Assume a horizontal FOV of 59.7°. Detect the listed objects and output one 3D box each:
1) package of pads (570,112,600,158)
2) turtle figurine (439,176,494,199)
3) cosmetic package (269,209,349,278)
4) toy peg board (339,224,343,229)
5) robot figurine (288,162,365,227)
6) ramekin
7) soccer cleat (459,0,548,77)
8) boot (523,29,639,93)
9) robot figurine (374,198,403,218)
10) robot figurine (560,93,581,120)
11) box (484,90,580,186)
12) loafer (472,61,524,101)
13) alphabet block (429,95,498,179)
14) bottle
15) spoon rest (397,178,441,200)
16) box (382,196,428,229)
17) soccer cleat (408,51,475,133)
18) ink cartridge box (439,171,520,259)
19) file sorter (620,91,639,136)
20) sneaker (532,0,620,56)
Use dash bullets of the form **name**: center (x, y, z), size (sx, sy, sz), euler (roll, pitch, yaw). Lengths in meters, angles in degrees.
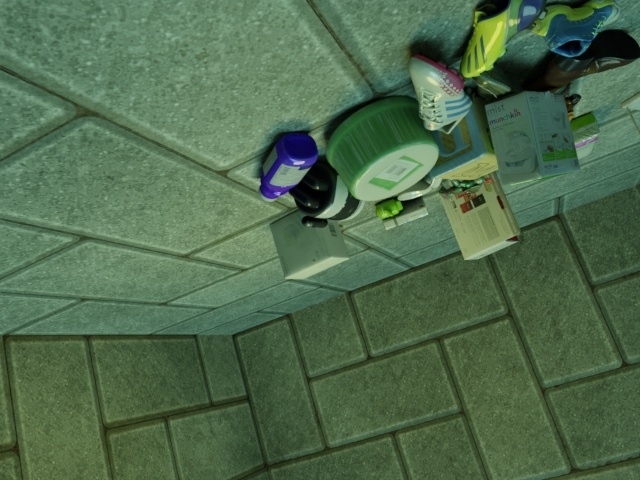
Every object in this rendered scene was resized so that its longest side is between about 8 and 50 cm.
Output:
- **package of pads**: center (0.888, -0.347, 2.119), size (0.297, 0.101, 0.229), euler (-20, 164, 13)
- **turtle figurine**: center (0.569, -0.234, 2.166), size (0.175, 0.118, 0.234), euler (-10, 169, -23)
- **cosmetic package**: center (-0.045, 0.005, 2.110), size (0.225, 0.223, 0.138), euler (-27, 162, 29)
- **toy peg board**: center (0.000, 0.000, 2.411), size (0.161, 0.079, 0.161), euler (0, 156, -46)
- **robot figurine**: center (0.024, -0.152, 1.757), size (0.209, 0.173, 0.278), euler (-24, 163, 33)
- **ramekin**: center (0.180, -0.242, 1.557), size (0.304, 0.148, 0.303), euler (-21, 157, -9)
- **soccer cleat**: center (0.379, -0.471, 1.241), size (0.121, 0.093, 0.289), euler (19, 159, -12)
- **boot**: center (0.714, -0.460, 1.574), size (0.264, 0.096, 0.280), euler (-19, 169, -17)
- **robot figurine**: center (0.277, -0.129, 2.280), size (0.115, 0.067, 0.101), euler (-21, -166, 9)
- **robot figurine**: center (0.711, -0.383, 1.779), size (0.211, 0.084, 0.291), euler (-19, 175, 6)
- **box**: center (0.588, -0.281, 1.530), size (0.127, 0.230, 0.262), euler (-13, -179, 45)
- **loafer**: center (0.458, -0.406, 1.479), size (0.087, 0.094, 0.251), euler (-34, 158, 34)
- **alphabet block**: center (0.435, -0.294, 1.630), size (0.197, 0.192, 0.193), euler (-3, 168, -39)
- **bottle**: center (-0.106, -0.199, 1.593), size (0.118, 0.092, 0.283), euler (-6, 161, -26)
- **spoon rest**: center (0.383, -0.208, 2.096), size (0.137, 0.084, 0.276), euler (-11, 163, -19)
- **box**: center (0.347, -0.116, 2.322), size (0.186, 0.038, 0.145), euler (-22, -160, 11)
- **soccer cleat**: center (0.291, -0.349, 1.383), size (0.331, 0.116, 0.143), euler (9, 114, -59)
- **ink cartridge box**: center (0.687, -0.110, 2.329), size (0.130, 0.309, 0.272), euler (0, 158, -47)
- **file sorter**: center (1.253, -0.476, 1.935), size (0.193, 0.173, 0.278), euler (-6, 161, -35)
- **sneaker**: center (0.611, -0.486, 1.305), size (0.240, 0.126, 0.091), euler (-13, 164, -14)
